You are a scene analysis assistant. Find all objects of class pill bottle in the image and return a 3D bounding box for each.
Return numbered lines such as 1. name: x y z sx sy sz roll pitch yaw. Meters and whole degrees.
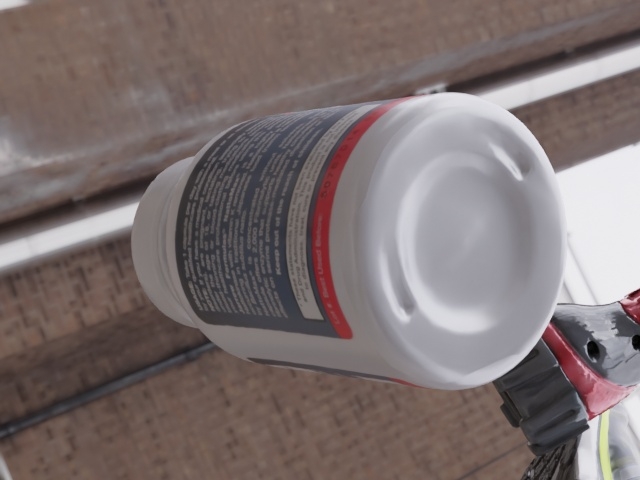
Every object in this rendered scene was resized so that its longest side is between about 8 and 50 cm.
1. pill bottle: 0.000 0.000 0.525 0.180 0.108 0.108 0 -73 53

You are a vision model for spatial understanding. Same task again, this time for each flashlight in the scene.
1. flashlight: 0.259 0.037 0.940 0.103 0.304 0.103 58 0 2

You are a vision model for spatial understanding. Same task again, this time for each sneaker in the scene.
1. sneaker: 0.230 0.223 1.016 0.121 0.300 0.111 32 -65 -4
